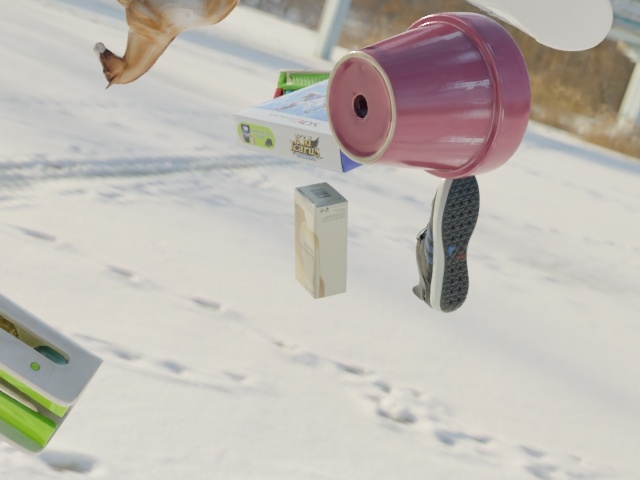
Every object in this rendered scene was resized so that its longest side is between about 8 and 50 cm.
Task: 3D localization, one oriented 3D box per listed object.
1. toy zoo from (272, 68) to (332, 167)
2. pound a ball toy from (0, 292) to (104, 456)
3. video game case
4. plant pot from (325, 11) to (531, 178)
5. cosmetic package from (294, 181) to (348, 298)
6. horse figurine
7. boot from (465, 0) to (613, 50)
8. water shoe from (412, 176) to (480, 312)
[{"bbox_3d":[-0.007,-0.248,2.147,0.192,0.030,0.293,2,43,7],"label":"toy zoo"},{"bbox_3d":[-0.461,0.142,1.377,0.319,0.208,0.136,34,35,-4],"label":"pound a ball toy"},{"bbox_3d":[0.042,-0.194,1.682,0.269,0.061,0.244,-27,31,-37],"label":"video game case"},{"bbox_3d":[0.114,-0.164,1.263,0.180,0.201,0.201,-13,27,-36],"label":"plant pot"},{"bbox_3d":[0.000,0.000,1.188,0.041,0.115,0.060,-12,28,-23],"label":"cosmetic package"},{"bbox_3d":[-0.182,-0.319,1.359,0.263,0.175,0.066,-27,19,-17],"label":"horse figurine"},{"bbox_3d":[0.154,-0.223,0.899,0.190,0.069,0.086,20,24,-24],"label":"boot"},{"bbox_3d":[0.156,-0.005,1.429,0.073,0.203,0.080,-6,18,-37],"label":"water shoe"}]
